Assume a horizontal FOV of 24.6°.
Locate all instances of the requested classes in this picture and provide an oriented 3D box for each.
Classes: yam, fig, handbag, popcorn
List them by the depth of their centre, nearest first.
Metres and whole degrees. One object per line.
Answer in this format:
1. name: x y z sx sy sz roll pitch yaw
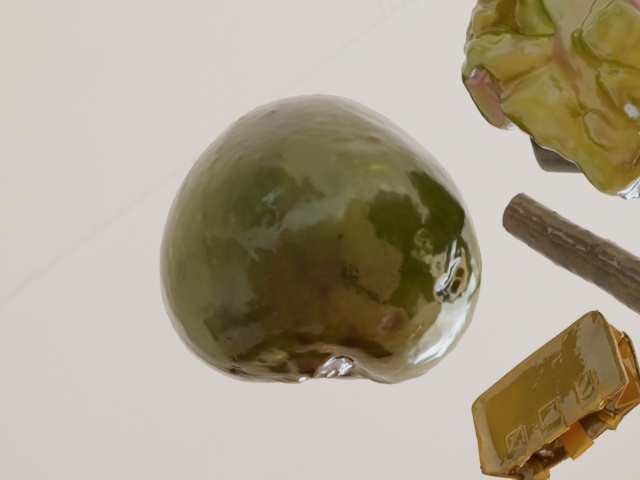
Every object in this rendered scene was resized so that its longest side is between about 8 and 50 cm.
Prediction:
1. handbag: 0.110 0.075 0.681 0.027 0.061 0.083 39 -66 -21
2. popcorn: 0.137 -0.094 0.686 0.125 0.145 0.126 5 -56 -45
3. fig: 0.000 0.000 0.841 0.181 0.191 0.181 -5 -35 -4
4. yam: 0.267 0.044 1.094 0.045 0.327 0.045 -21 -50 -40

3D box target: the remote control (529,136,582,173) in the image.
1. remote control: 0.281 -0.077 0.752 0.044 0.377 0.107 -51 -47 -42
